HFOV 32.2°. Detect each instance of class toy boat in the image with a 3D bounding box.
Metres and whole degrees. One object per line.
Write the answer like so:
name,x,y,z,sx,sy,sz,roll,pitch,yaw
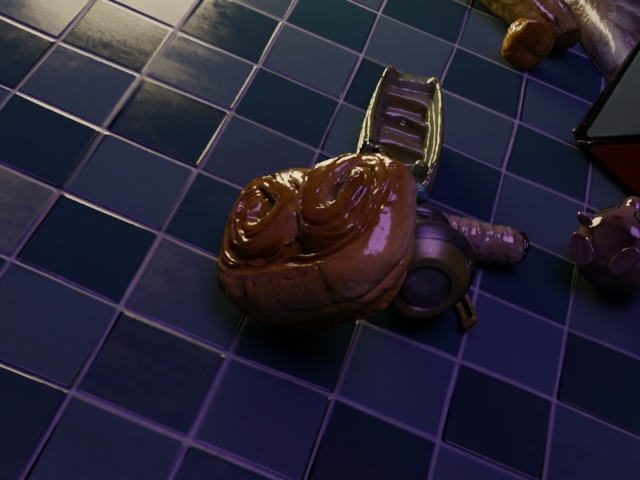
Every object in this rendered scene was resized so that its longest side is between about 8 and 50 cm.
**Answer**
toy boat,0.105,-0.125,1.470,0.111,0.084,0.276,16,40,-5

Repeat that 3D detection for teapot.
teapot,0.126,0.035,1.308,0.165,0.130,0.119,45,20,-25

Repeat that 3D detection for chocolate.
chocolate,0.517,-0.354,1.861,0.156,0.080,0.254,-3,50,-25

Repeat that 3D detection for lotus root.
lotus root,0.318,-0.406,1.820,0.110,0.097,0.258,-28,71,-35

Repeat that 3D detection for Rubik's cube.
Rubik's cube,0.565,-0.184,1.599,0.246,0.248,0.250,-24,62,-39

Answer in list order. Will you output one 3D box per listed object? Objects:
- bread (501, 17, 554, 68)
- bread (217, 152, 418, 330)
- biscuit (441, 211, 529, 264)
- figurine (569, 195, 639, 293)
bread,0.324,-0.309,1.741,0.081,0.083,0.046,52,17,-33
bread,0.000,0.002,1.213,0.120,0.236,0.198,48,44,-42
biscuit,0.156,-0.009,1.396,0.219,0.055,0.061,10,40,-15
figurine,0.389,0.007,1.431,0.125,0.125,0.138,46,35,22
